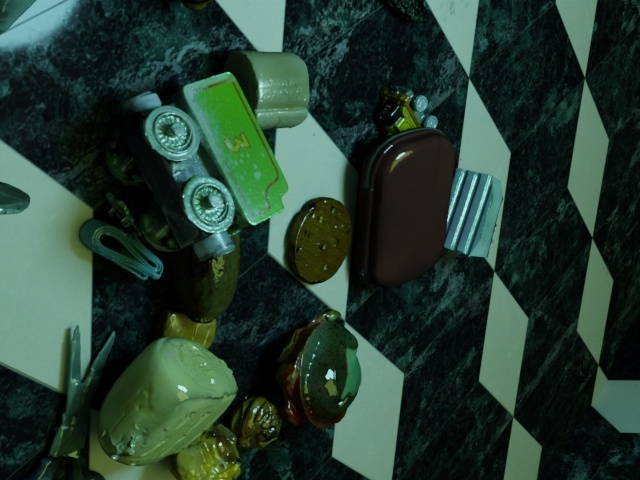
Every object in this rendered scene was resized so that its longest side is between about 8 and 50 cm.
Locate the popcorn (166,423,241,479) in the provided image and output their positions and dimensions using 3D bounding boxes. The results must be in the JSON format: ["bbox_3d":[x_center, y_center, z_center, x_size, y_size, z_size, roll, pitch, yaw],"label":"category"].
[{"bbox_3d":[-0.237,0.436,1.740,0.152,0.148,0.167,-37,158,28],"label":"popcorn"}]

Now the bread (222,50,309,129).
[{"bbox_3d":[-0.109,-0.285,1.640,0.141,0.134,0.148,-10,99,-44],"label":"bread"}]

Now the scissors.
[{"bbox_3d":[-0.447,0.337,1.534,0.256,0.029,0.384,9,96,-55],"label":"scissors"}]

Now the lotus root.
[{"bbox_3d":[-0.216,0.033,1.632,0.123,0.124,0.241,-9,108,-36],"label":"lotus root"}]

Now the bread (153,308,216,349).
[{"bbox_3d":[-0.263,0.176,1.683,0.132,0.053,0.074,21,87,-50],"label":"bread"}]

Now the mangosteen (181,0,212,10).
[{"bbox_3d":[-0.213,-0.457,1.472,0.140,0.140,0.140,-22,120,-45],"label":"mangosteen"}]

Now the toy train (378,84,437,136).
[{"bbox_3d":[0.200,-0.282,2.061,0.127,0.089,0.219,-51,139,-11],"label":"toy train"}]

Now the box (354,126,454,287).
[{"bbox_3d":[0.199,-0.078,2.061,0.263,0.108,0.404,-18,127,-33],"label":"box"}]

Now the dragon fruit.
[{"bbox_3d":[0.002,0.296,1.945,0.295,0.130,0.268,-23,103,-64],"label":"dragon fruit"}]

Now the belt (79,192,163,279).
[{"bbox_3d":[-0.339,0.004,1.525,0.100,0.065,0.179,-55,141,-9],"label":"belt"}]

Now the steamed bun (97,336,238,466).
[{"bbox_3d":[-0.296,0.290,1.576,0.232,0.166,0.273,-43,162,12],"label":"steamed bun"}]

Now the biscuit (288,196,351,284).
[{"bbox_3d":[0.000,0.000,1.957,0.212,0.036,0.212,-24,122,-45],"label":"biscuit"}]

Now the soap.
[{"bbox_3d":[0.412,-0.069,2.352,0.091,0.145,0.231,20,88,-53],"label":"soap"}]

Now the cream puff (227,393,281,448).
[{"bbox_3d":[-0.138,0.399,1.886,0.133,0.104,0.119,14,85,-53],"label":"cream puff"}]

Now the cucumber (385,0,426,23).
[{"bbox_3d":[0.166,-0.565,1.924,0.300,0.072,0.072,36,75,-51],"label":"cucumber"}]

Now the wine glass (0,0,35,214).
[{"bbox_3d":[-0.454,-0.255,1.141,0.267,0.267,0.406,4,104,-51],"label":"wine glass"}]

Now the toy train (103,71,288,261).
[{"bbox_3d":[-0.208,-0.124,1.485,0.249,0.173,0.307,-28,93,-42],"label":"toy train"}]
